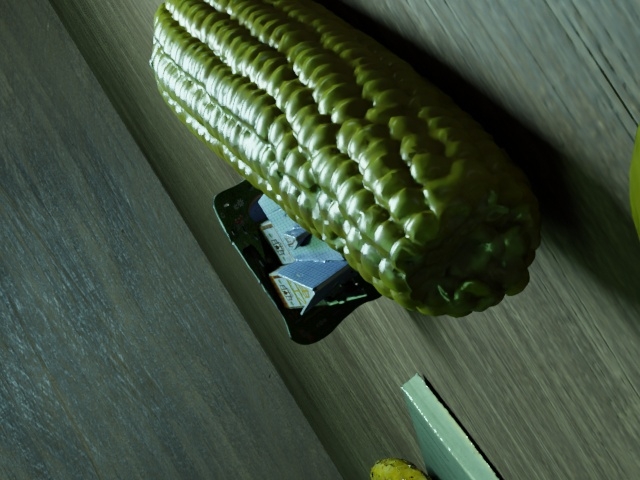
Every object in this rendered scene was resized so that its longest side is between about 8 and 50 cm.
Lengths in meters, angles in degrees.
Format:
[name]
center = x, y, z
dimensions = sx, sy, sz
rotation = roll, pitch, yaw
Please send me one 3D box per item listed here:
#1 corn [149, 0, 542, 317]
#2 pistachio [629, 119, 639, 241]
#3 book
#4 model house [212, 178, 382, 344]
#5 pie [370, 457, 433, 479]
[corn]
center = -0.003, -0.074, 0.614
dimensions = 0.363, 0.120, 0.120
rotation = 43, 162, 47
[pistachio]
center = 0.130, -0.028, 0.282
dimensions = 0.173, 0.049, 0.089
rotation = 80, -178, -69
[book]
center = 0.168, 0.283, 1.108
dimensions = 0.215, 0.025, 0.282
rotation = 52, 169, 31
[model house]
center = 0.000, 0.000, 0.895
dimensions = 0.167, 0.117, 0.088
rotation = 61, 154, -8
[pie]
center = 0.150, 0.367, 1.210
dimensions = 0.273, 0.069, 0.273
rotation = 52, 171, 12
